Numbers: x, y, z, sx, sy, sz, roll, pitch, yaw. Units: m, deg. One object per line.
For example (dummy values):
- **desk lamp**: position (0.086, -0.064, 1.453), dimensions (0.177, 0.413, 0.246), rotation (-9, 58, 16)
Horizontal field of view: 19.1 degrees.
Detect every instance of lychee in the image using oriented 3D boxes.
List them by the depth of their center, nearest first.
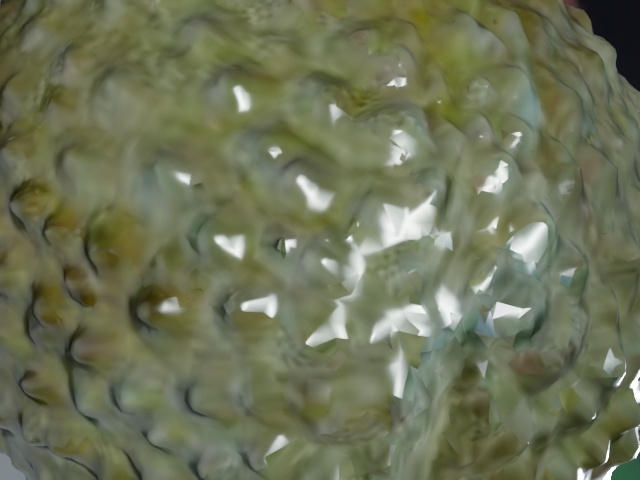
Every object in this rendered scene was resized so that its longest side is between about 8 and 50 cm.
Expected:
- **lychee**: position (0.000, 0.000, 0.621), dimensions (0.274, 0.255, 0.255), rotation (-164, -112, -73)
